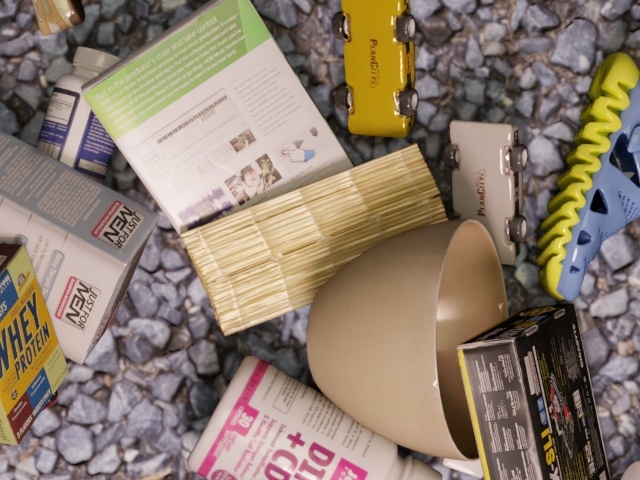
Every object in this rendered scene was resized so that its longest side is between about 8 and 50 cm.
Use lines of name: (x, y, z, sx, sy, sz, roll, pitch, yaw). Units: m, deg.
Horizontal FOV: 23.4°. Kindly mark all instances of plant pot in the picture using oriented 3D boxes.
plant pot: (0.095, 0.117, 1.839, 0.191, 0.284, 0.284, -1, 89, 24)

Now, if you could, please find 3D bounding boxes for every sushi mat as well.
sushi mat: (0.000, 0.000, 1.901, 0.317, 0.019, 0.151, -21, 109, -2)

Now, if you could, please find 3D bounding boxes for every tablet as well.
tablet: (0.194, 0.255, 1.964, 0.054, 0.006, 0.083, 19, 88, 0)

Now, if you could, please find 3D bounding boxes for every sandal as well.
sandal: (0.367, -0.068, 1.919, 0.138, 0.126, 0.317, 22, 90, -4)

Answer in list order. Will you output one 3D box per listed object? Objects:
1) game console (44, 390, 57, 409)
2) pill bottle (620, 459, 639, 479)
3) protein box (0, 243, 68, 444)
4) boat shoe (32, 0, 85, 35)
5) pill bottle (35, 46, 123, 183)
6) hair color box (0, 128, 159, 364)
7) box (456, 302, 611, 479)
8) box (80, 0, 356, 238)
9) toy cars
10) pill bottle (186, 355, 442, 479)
game console: (-0.413, 0.185, 1.921, 0.144, 0.124, 0.085, -36, 116, -1)
pill bottle: (0.531, 0.355, 1.853, 0.334, 0.188, 0.187, 9, 89, -10)
protein box: (-0.437, 0.115, 1.821, 0.201, 0.136, 0.199, 4, 128, 22)
boat shoe: (-0.366, -0.350, 1.942, 0.072, 0.068, 0.190, -22, 89, 10)
pill bottle: (-0.295, -0.151, 1.922, 0.094, 0.094, 0.169, 18, 89, 0)
hair color box: (-0.404, -0.027, 1.867, 0.374, 0.113, 0.185, 29, 129, 0)
box: (0.266, 0.251, 1.831, 0.079, 0.257, 0.322, -11, 93, 27)
box: (-0.110, -0.118, 1.895, 0.232, 0.058, 0.322, -33, 110, -1)
toy cars: (0.147, -0.149, 1.929, 0.176, 0.087, 0.393, -39, 91, 34)
pill bottle: (-0.005, 0.274, 1.883, 0.283, 0.160, 0.160, 29, 89, 0)
